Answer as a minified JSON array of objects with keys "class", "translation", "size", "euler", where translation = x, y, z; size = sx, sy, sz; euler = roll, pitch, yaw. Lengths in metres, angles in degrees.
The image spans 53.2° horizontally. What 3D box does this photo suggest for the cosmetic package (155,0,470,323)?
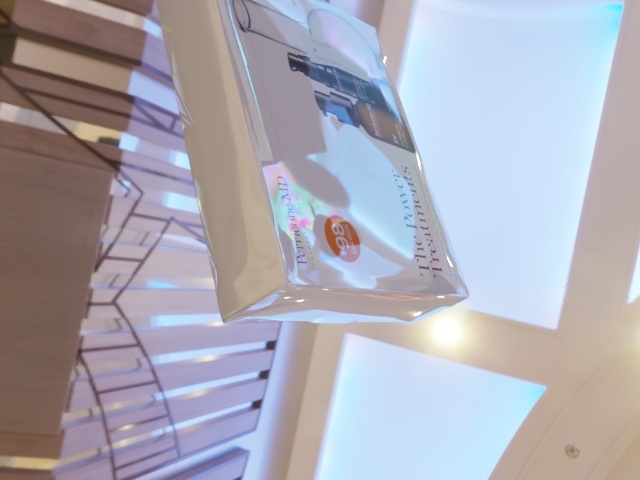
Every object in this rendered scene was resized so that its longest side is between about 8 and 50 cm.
[{"class":"cosmetic package","translation":[-0.007,-0.102,0.682],"size":[0.097,0.284,0.378],"euler":[-33,-116,38]}]
